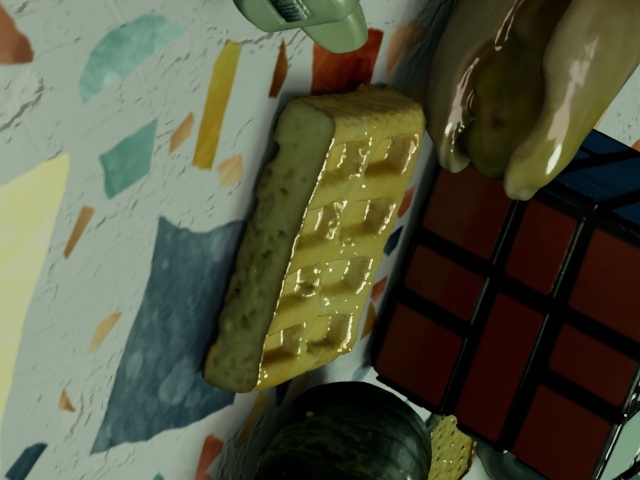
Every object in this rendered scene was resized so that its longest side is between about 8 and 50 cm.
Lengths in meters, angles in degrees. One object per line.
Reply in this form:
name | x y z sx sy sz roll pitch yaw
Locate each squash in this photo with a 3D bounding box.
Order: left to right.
squash | 0.020 0.240 1.356 0.218 0.172 0.218 -37 134 -52

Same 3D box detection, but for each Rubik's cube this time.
Rubik's cube | 0.260 0.057 1.472 0.288 0.283 0.293 -12 128 -56

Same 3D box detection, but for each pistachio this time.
pistachio | 0.201 -0.175 1.295 0.288 0.166 0.197 -57 161 -7

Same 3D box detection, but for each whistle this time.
whistle | -0.022 -0.199 0.981 0.244 0.110 0.092 43 42 -59

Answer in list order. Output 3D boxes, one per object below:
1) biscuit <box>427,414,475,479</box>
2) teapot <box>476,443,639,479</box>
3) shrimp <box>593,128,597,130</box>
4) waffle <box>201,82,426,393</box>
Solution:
biscuit | 0.151 0.254 1.745 0.144 0.016 0.203 -41 146 -34
teapot | 0.323 0.301 1.889 0.225 0.203 0.171 42 61 -55
shrimp | 0.308 -0.081 1.697 0.091 0.025 0.127 -54 148 -16
waffle | 0.000 0.000 1.232 0.168 0.057 0.274 -10 123 -56
